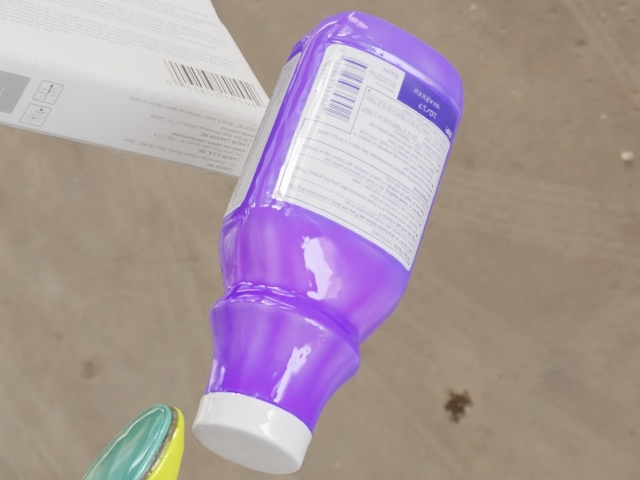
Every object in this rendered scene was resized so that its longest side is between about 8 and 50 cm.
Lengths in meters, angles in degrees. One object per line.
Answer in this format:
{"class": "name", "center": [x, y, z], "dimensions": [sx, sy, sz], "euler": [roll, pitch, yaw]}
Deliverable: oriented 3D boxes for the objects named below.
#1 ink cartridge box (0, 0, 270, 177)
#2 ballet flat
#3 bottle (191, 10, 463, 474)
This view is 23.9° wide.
{"class": "ink cartridge box", "center": [-0.202, -0.177, 1.145], "dimensions": [0.066, 0.296, 0.261], "euler": [-54, 43, 28]}
{"class": "ballet flat", "center": [-0.165, 0.229, 1.125], "dimensions": [0.077, 0.231, 0.077], "euler": [47, 162, -28]}
{"class": "bottle", "center": [0.000, 0.000, 0.915], "dimensions": [0.092, 0.118, 0.283], "euler": [-32, 35, 58]}
